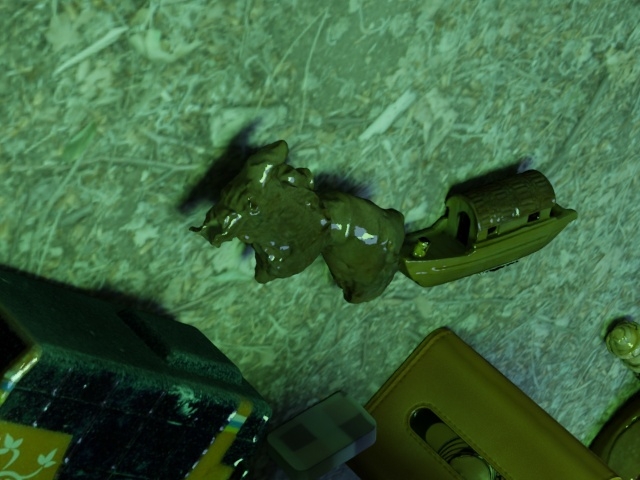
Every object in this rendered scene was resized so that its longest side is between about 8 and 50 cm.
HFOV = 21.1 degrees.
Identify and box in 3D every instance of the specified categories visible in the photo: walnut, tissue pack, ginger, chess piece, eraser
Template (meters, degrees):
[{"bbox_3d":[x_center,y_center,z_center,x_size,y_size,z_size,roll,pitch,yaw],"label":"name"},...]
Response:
[{"bbox_3d":[0.431,0.276,2.241,0.245,0.137,0.137,-51,145,9],"label":"walnut"},{"bbox_3d":[0.177,0.254,1.811,0.194,0.274,0.145,-50,144,1],"label":"tissue pack"},{"bbox_3d":[-0.001,0.000,1.538,0.122,0.084,0.290,-58,145,3],"label":"ginger"},{"bbox_3d":[0.399,0.142,2.137,0.060,0.060,0.172,-50,143,3],"label":"chess piece"},{"bbox_3d":[0.002,0.202,1.753,0.105,0.065,0.026,-27,138,-26],"label":"eraser"}]

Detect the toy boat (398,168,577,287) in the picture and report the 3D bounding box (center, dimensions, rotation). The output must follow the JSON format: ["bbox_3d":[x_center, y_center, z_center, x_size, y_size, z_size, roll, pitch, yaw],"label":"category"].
[{"bbox_3d":[0.160,-0.015,1.721,0.226,0.068,0.088,-17,130,-33],"label":"toy boat"}]

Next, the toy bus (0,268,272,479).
[{"bbox_3d":[-0.207,0.144,1.392,0.323,0.162,0.194,21,105,-52],"label":"toy bus"}]
